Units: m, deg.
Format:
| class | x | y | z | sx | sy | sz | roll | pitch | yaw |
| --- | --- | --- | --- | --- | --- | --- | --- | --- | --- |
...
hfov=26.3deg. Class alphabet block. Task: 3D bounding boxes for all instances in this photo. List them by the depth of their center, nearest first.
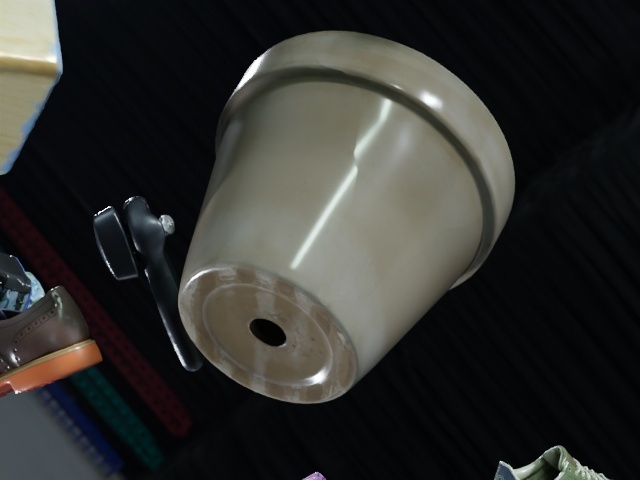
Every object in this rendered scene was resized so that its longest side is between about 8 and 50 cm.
| class | x | y | z | sx | sy | sz | roll | pitch | yaw |
| --- | --- | --- | --- | --- | --- | --- | --- | --- | --- |
| alphabet block | -0.358 | -0.186 | 1.218 | 0.197 | 0.192 | 0.193 | 3 | -30 | -28 |

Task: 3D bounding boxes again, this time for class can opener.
| class | x | y | z | sx | sy | sz | roll | pitch | yaw |
| --- | --- | --- | --- | --- | --- | --- | --- | --- | --- |
| can opener | -0.158 | 0.043 | 1.365 | 0.073 | 0.186 | 0.059 | -23 | 12 | 10 |

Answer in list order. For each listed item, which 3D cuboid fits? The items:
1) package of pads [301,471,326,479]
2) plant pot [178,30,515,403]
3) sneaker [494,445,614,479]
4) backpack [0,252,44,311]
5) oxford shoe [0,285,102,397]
| class | x | y | z | sx | sy | sz | roll | pitch | yaw |
| --- | --- | --- | --- | --- | --- | --- | --- | --- | --- |
| package of pads | -0.006 | 0.238 | 1.151 | 0.032 | 0.050 | 0.083 | -24 | -30 | -30 |
| plant pot | 0.000 | 0.000 | 1.375 | 0.323 | 0.323 | 0.280 | -41 | 14 | 49 |
| sneaker | 0.267 | 0.261 | 1.459 | 0.192 | 0.086 | 0.064 | -5 | 8 | -20 |
| backpack | -0.360 | 0.078 | 1.507 | 0.114 | 0.084 | 0.105 | -62 | 34 | 7 |
| oxford shoe | -0.355 | 0.121 | 1.438 | 0.271 | 0.098 | 0.097 | -19 | 0 | 20 |
